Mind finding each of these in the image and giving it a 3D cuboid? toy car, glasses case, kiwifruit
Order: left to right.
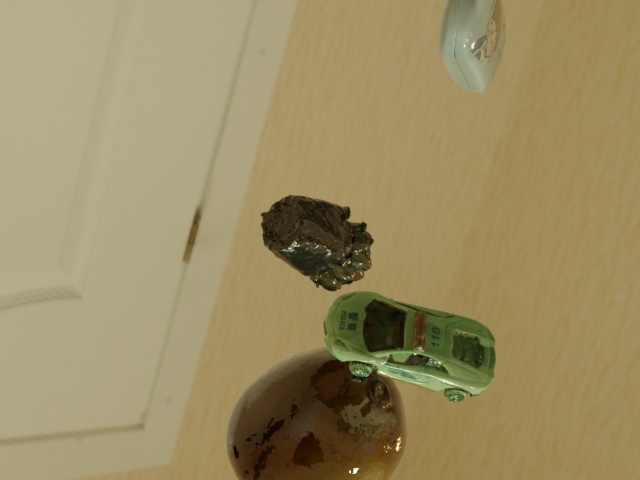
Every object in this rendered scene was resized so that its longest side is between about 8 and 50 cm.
[{"bbox_3d":[-0.001,0.231,1.054,0.196,0.234,0.196,29,-143,-25],"label":"kiwifruit"},{"bbox_3d":[0.094,0.104,0.869,0.186,0.093,0.058,17,149,-12],"label":"toy car"},{"bbox_3d":[0.130,-0.172,0.725,0.045,0.067,0.178,15,-178,16],"label":"glasses case"}]

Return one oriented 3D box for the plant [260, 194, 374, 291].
[{"bbox_3d":[0.000,0.000,0.987,0.143,0.092,0.094,30,-145,-42],"label":"plant"}]
